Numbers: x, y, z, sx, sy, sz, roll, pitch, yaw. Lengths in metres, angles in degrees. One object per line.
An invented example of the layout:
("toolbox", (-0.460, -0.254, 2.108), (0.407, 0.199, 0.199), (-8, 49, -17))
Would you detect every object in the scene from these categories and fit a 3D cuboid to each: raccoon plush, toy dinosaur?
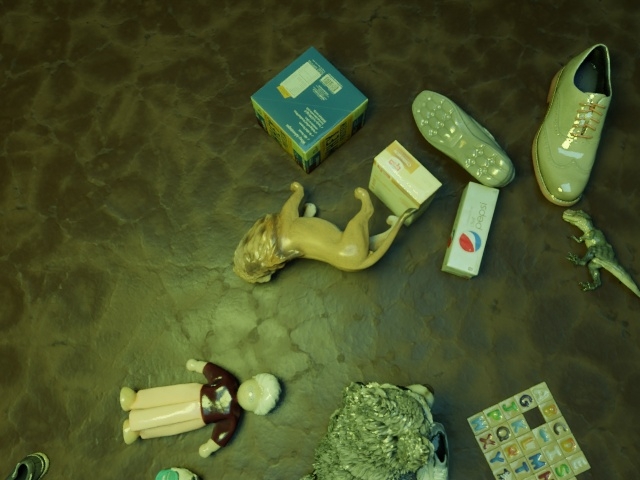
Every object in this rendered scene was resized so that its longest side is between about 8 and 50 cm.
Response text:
("raccoon plush", (0.070, 0.457, 0.927), (0.216, 0.299, 0.447), (27, 79, 12))
("toy dinosaur", (0.644, 0.048, 1.143), (0.118, 0.064, 0.268), (-31, 81, -13))

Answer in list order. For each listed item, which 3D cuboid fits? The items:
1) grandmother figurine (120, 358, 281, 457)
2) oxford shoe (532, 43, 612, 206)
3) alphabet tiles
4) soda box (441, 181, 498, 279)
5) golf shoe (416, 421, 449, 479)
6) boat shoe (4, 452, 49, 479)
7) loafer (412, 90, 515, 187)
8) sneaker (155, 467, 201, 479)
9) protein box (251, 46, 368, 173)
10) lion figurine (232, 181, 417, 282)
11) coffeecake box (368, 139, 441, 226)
("grandmother figurine", (-0.252, 0.362, 1.071), (0.342, 0.104, 0.208), (-12, 85, 1))
("oxford shoe", (0.609, -0.281, 1.177), (0.140, 0.146, 0.398), (10, 77, 3))
("alphabet tiles", (0.462, 0.462, 1.071), (0.198, 0.009, 0.237), (-24, 76, -4))
("soda box", (0.353, -0.023, 1.162), (0.073, 0.069, 0.216), (17, 77, 6))
("golf shoe", (0.241, 0.477, 1.034), (0.069, 0.086, 0.176), (-1, 77, 0))
("boat shoe", (-0.677, 0.552, 1.050), (0.075, 0.065, 0.206), (35, 80, 9))
("loafer", (0.347, -0.248, 1.205), (0.112, 0.111, 0.320), (-47, 64, 26))
("sneaker", (-0.326, 0.622, 1.023), (0.109, 0.107, 0.276), (3, 71, 22))
("protein box", (-0.026, -0.317, 1.209), (0.201, 0.136, 0.200), (-42, 79, -8))
("lion figurine", (0.000, 0.000, 1.087), (0.391, 0.142, 0.240), (3, 52, 28))
("coffeecake box", (0.188, -0.125, 1.130), (0.068, 0.185, 0.142), (-41, 79, -8))
